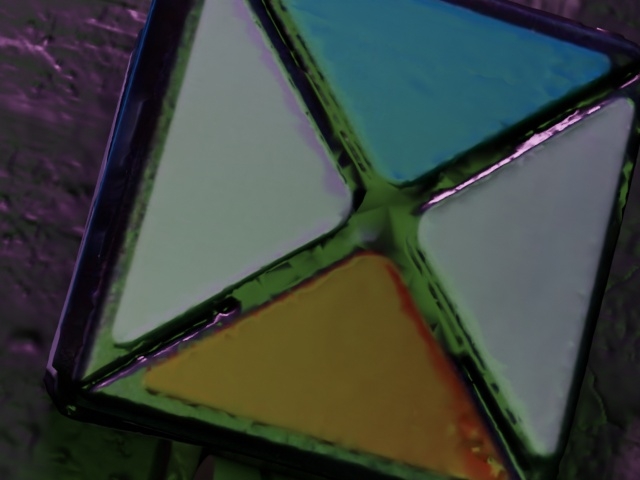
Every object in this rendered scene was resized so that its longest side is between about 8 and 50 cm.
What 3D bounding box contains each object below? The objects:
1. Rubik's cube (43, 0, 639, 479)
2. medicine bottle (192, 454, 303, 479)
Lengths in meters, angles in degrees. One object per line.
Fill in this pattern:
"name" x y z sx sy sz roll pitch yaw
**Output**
"Rubik's cube" 0.001 0.000 0.850 0.250 0.248 0.246 16 81 -11
"medicine bottle" 0.011 0.187 0.919 0.183 0.086 0.086 18 82 -11
